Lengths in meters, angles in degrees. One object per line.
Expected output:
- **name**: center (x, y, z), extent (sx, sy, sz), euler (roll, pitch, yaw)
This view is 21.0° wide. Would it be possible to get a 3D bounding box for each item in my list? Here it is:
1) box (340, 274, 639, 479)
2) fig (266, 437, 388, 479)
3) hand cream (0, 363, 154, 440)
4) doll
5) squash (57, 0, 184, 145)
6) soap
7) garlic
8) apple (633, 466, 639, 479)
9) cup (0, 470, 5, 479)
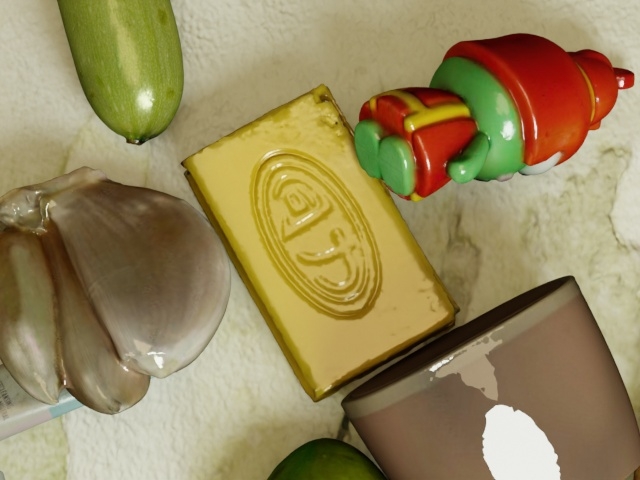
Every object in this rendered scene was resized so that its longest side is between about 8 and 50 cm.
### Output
- **box**: center (0.198, 0.194, 1.865), extent (0.301, 0.301, 0.216), euler (-31, 90, -6)
- **fig**: center (0.013, 0.311, 1.891), extent (0.181, 0.181, 0.191), euler (-2, 60, -1)
- **hand cream**: center (-0.320, 0.167, 1.958), extent (0.312, 0.070, 0.111), euler (-28, 73, -9)
- **doll**: center (0.212, -0.153, 1.958), extent (0.363, 0.183, 0.160), euler (-15, 117, -29)
- **squash**: center (-0.225, -0.232, 1.998), extent (0.133, 0.132, 0.247), euler (-17, 83, -4)
- **soap**: center (0.000, -0.001, 1.976), extent (0.204, 0.096, 0.324), euler (-30, 82, -5)
- **garlic**: center (-0.236, 0.058, 1.919), extent (0.279, 0.132, 0.325), euler (-24, 64, -13)
- **apple**: center (0.482, 0.291, 1.856), extent (0.250, 0.277, 0.309), euler (13, 97, -23)
- **cup**: center (-0.374, 0.371, 1.885), extent (0.241, 0.185, 0.226), euler (-4, 72, -36)
